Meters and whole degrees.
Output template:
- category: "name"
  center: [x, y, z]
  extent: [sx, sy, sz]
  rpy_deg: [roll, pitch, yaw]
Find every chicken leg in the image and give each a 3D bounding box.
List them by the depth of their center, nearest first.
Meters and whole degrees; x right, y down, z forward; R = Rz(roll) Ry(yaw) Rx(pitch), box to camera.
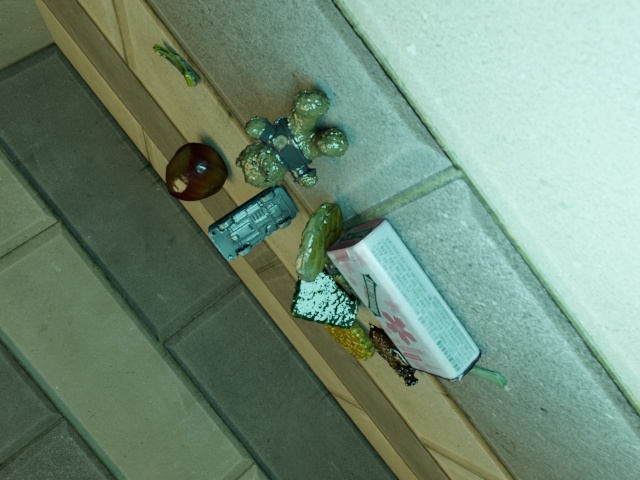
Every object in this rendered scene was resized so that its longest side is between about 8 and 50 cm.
- category: "chicken leg"
  center: [0.217, 0.339, 1.399]
  extent: [0.234, 0.063, 0.105]
  rpy_deg: [49, 157, 9]

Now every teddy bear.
- category: "teddy bear"
  center: [-0.051, -0.186, 0.917]
  extent: [0.251, 0.129, 0.181]
  rpy_deg: [-25, 109, 32]

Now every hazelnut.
- category: "hazelnut"
  center: [-0.441, -0.241, 1.670]
  extent: [0.217, 0.217, 0.252]
  rpy_deg: [53, 138, -6]

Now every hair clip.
- category: "hair clip"
  center: [-0.410, -0.501, 1.334]
  extent: [0.188, 0.033, 0.060]
  rpy_deg: [45, 163, 12]

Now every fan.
- category: "fan"
  center: [0.348, 0.296, 1.075]
  extent: [0.038, 0.016, 0.193]
  rpy_deg: [59, 160, -15]

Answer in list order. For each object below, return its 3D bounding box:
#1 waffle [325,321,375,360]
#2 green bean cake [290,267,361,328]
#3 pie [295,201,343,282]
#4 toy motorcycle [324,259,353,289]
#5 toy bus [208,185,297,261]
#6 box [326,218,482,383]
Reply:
- category: "waffle"
  center: [0.086, 0.319, 1.683]
  extent: [0.283, 0.065, 0.309]
  rpy_deg: [53, 159, -12]
- category: "green bean cake"
  center: [0.023, 0.156, 1.420]
  extent: [0.209, 0.193, 0.107]
  rpy_deg: [14, 178, 0]
- category: "pie"
  center: [0.000, 0.000, 1.077]
  extent: [0.046, 0.195, 0.195]
  rpy_deg: [19, 151, 17]
- category: "toy motorcycle"
  center: [0.056, 0.080, 1.289]
  extent: [0.124, 0.061, 0.193]
  rpy_deg: [40, 168, 12]
- category: "toy bus"
  center: [-0.199, -0.057, 1.355]
  extent: [0.113, 0.246, 0.134]
  rpy_deg: [58, 172, -21]
- category: "box"
  center: [0.181, 0.133, 1.022]
  extent: [0.369, 0.112, 0.190]
  rpy_deg: [52, 162, -10]
